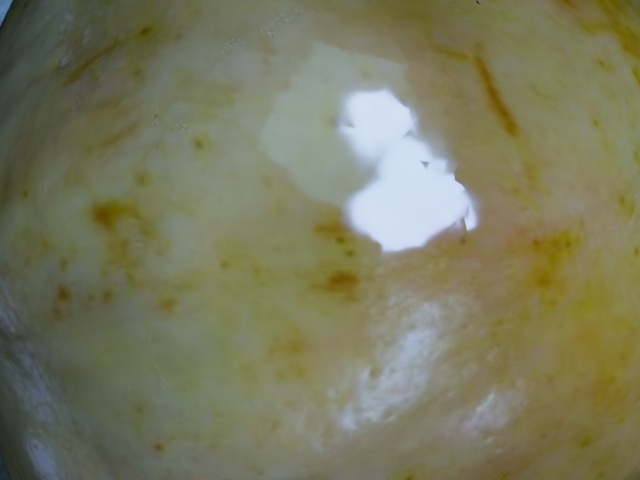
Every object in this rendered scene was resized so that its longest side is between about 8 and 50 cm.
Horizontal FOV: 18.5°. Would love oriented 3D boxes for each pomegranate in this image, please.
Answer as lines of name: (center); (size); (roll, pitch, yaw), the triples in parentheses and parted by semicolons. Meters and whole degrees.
pomegranate: (0.000, 0.000, 0.956); (0.411, 0.411, 0.411); (4, 55, -6)
